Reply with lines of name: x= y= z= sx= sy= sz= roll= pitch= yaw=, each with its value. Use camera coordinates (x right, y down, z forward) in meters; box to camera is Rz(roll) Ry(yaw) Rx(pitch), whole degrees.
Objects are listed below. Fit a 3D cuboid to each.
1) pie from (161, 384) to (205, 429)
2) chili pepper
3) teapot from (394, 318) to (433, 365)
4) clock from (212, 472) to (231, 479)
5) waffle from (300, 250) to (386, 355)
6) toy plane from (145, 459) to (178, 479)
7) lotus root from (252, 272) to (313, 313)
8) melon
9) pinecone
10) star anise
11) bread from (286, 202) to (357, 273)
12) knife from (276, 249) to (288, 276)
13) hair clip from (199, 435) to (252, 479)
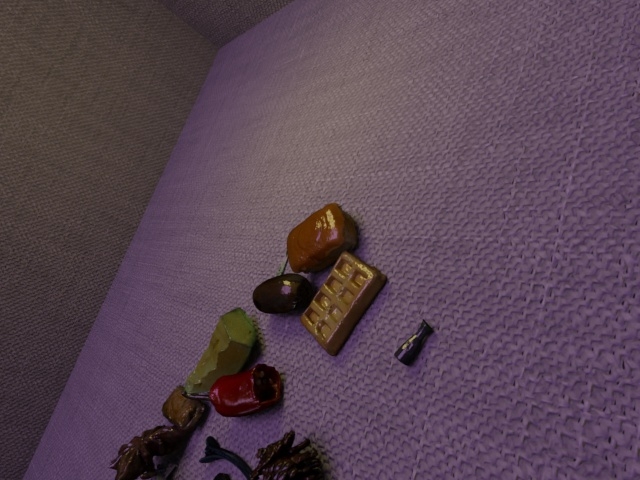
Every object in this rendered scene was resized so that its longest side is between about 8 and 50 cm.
pie: x=-0.505 y=0.599 z=1.667 sx=0.282 sy=0.068 sz=0.128 roll=-7 pitch=45 yaw=57
chili pepper: x=-0.269 y=0.479 z=1.423 sx=0.338 sy=0.131 sz=0.134 roll=-27 pitch=72 yaw=32
teapot: x=0.220 y=0.238 z=1.078 sx=0.110 sy=0.043 sz=0.043 roll=-55 pitch=36 yaw=4
clock: x=-0.303 y=0.848 z=1.282 sx=0.273 sy=0.049 sz=0.279 roll=-59 pitch=36 yaw=1
waffle: x=0.056 y=0.172 z=1.303 sx=0.274 sy=0.057 sz=0.168 roll=-57 pitch=37 yaw=5
toy plane: x=-0.554 y=0.837 z=1.566 sx=0.174 sy=0.080 sz=0.174 roll=-29 pitch=32 yaw=20
lotus root: x=-0.124 y=0.170 z=1.463 sx=0.241 sy=0.124 sz=0.122 roll=-14 pitch=76 yaw=43
melon: x=-0.345 y=0.402 z=1.577 sx=0.323 sy=0.124 sz=0.196 roll=-55 pitch=35 yaw=17
pinecone: x=-0.077 y=0.567 z=1.116 sx=0.179 sy=0.150 sz=0.195 roll=-54 pitch=37 yaw=9
star anise: x=-0.592 y=0.728 z=1.576 sx=0.350 sy=0.108 sz=0.292 roll=-20 pitch=14 yaw=40
bread: x=0.000 y=0.000 z=1.437 sx=0.246 sy=0.121 sz=0.174 roll=-30 pitch=44 yaw=32
knife: x=-0.146 y=0.126 z=1.615 sx=0.030 sy=0.014 sz=0.207 roll=-1 pitch=64 yaw=50
hair clip: x=-0.274 y=0.661 z=1.379 sx=0.275 sy=0.048 sz=0.083 roll=-6 pitch=58 yaw=47
